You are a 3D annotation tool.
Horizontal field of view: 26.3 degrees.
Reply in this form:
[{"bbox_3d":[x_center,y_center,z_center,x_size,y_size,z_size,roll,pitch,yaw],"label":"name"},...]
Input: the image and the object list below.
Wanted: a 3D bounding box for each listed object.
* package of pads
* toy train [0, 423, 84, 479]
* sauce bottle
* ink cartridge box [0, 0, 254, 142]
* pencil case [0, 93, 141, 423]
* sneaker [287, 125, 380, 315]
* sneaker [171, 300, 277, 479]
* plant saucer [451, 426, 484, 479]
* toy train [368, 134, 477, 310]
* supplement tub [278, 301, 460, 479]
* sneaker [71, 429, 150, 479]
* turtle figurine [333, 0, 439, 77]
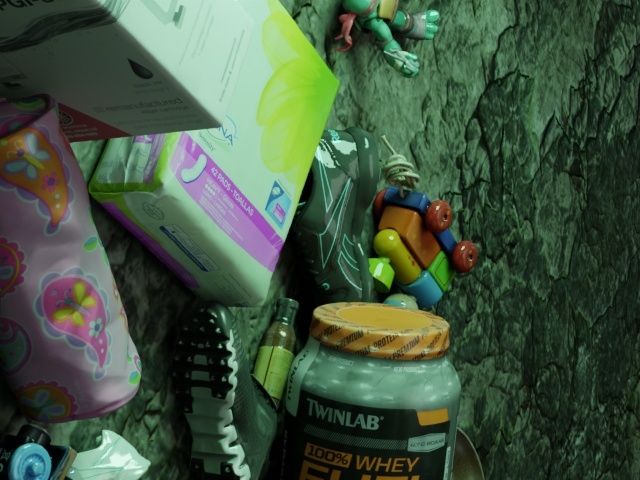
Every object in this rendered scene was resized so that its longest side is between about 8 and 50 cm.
[{"bbox_3d":[-0.103,-0.113,1.406,0.229,0.101,0.296,50,50,-47],"label":"package of pads"},{"bbox_3d":[-0.266,0.250,1.164,0.105,0.080,0.184,48,54,-36],"label":"toy train"},{"bbox_3d":[-0.049,0.128,1.541,0.042,0.042,0.128,40,59,-50],"label":"sauce bottle"},{"bbox_3d":[-0.220,-0.206,1.125,0.283,0.207,0.117,44,53,-47],"label":"ink cartridge box"},{"bbox_3d":[-0.242,0.020,1.181,0.124,0.124,0.284,-44,127,-48],"label":"pencil case"},{"bbox_3d":[0.000,0.000,1.596,0.106,0.101,0.267,-1,97,-30],"label":"sneaker"},{"bbox_3d":[-0.095,0.167,1.444,0.106,0.078,0.234,-30,118,-56],"label":"sneaker"},{"bbox_3d":[0.134,0.395,1.819,0.310,0.050,0.310,1,89,-58],"label":"plant saucer"},{"bbox_3d":[0.089,0.000,1.716,0.143,0.105,0.248,-58,137,-20],"label":"toy train"},{"bbox_3d":[0.052,0.237,1.522,0.193,0.193,0.316,-10,107,-57],"label":"supplement tub"},{"bbox_3d":[-0.229,0.236,1.265,0.061,0.054,0.152,49,54,0],"label":"sneaker"},{"bbox_3d":[0.087,-0.297,1.685,0.234,0.118,0.175,-34,135,-69],"label":"turtle figurine"}]
